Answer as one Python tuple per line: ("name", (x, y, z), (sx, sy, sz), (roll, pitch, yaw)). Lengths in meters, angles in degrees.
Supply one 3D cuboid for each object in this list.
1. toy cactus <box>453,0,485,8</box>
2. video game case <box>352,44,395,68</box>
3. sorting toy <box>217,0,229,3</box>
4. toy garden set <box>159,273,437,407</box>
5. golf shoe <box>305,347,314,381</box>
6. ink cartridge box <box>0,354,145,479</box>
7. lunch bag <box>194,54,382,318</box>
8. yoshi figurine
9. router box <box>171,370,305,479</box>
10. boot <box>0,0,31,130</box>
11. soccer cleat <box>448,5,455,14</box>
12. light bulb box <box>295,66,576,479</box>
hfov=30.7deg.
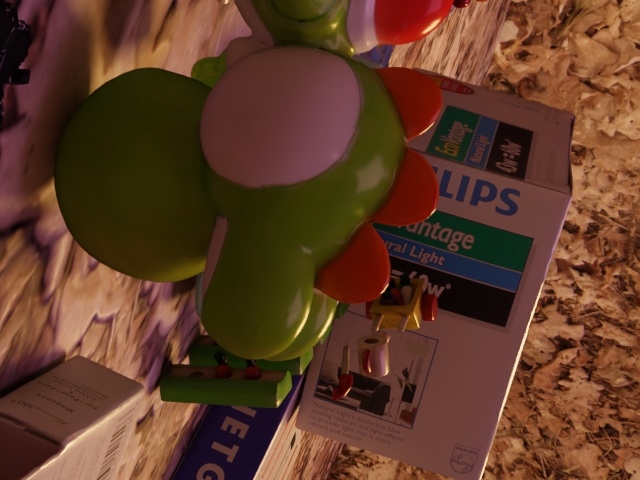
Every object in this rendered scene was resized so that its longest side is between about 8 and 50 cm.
("toy cactus", (0.097, -0.306, 1.099), (0.219, 0.112, 0.180), (-5, 95, -58))
("video game case", (0.075, -0.266, 1.265), (0.204, 0.025, 0.285), (9, 103, -81))
("sorting toy", (-0.045, -0.199, 0.749), (0.083, 0.012, 0.062), (104, 13, -45))
("toy garden set", (-0.010, 0.081, 1.085), (0.244, 0.204, 0.049), (-49, 138, -66))
("golf shoe", (0.018, 0.143, 1.764), (0.094, 0.077, 0.198), (42, 72, -81))
("ink cartridge box", (-0.208, 0.224, 0.669), (0.239, 0.060, 0.275), (-30, 142, -74))
("lunch bag", (-0.011, -0.047, 1.019), (0.279, 0.108, 0.224), (-50, 156, -68))
("yoshi figurine", (-0.044, -0.124, 0.603), (0.203, 0.204, 0.362), (-1, -102, 56))
("router box", (-0.122, 0.325, 1.354), (0.301, 0.082, 0.335), (95, 20, -62))
("boot", (-0.146, -0.050, 0.415), (0.121, 0.045, 0.099), (99, 17, -83))
("soccer cleat", (0.142, -0.299, 1.289), (0.076, 0.068, 0.196), (-62, 173, -15))
("light bulb box", (0.146, 0.025, 1.384), (0.358, 0.225, 0.361), (-58, 163, -66))
